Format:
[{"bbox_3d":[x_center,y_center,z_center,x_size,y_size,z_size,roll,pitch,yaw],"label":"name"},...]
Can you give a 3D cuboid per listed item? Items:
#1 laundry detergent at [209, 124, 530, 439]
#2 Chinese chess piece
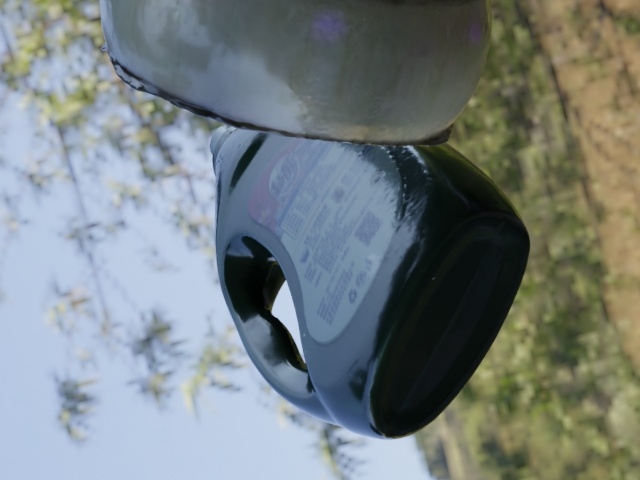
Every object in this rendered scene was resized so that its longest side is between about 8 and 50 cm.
[{"bbox_3d":[0.000,0.000,0.866,0.063,0.137,0.211,19,-169,-38],"label":"laundry detergent"},{"bbox_3d":[-0.008,-0.071,0.580,0.122,0.122,0.051,-64,-12,-69],"label":"Chinese chess piece"}]
